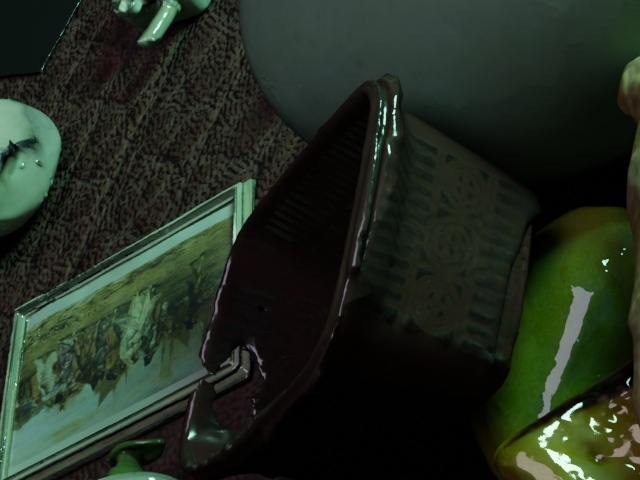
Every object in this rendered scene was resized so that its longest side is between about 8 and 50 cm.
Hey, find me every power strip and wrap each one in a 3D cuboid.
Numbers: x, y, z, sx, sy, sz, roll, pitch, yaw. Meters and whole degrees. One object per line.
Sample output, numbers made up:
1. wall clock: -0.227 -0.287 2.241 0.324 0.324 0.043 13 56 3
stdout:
1. power strip: -0.133 -0.287 1.841 0.093 0.053 0.288 -14 48 37

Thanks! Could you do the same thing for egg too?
1. egg: 0.117 -0.170 1.273 0.389 0.276 0.276 -9 51 42

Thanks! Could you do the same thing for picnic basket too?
1. picnic basket: 0.026 0.049 1.213 0.297 0.129 0.222 134 153 -59

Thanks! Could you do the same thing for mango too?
1. mango: 0.146 0.063 1.190 0.122 0.085 0.191 14 67 48

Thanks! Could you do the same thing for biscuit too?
1. biscuit: 0.210 0.133 1.072 0.174 0.039 0.183 -28 51 -18

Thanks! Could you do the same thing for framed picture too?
1. framed picture: -0.161 0.080 1.560 0.274 0.017 0.217 -29 40 25

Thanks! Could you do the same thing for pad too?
1. pad: -0.286 -0.292 2.050 0.202 0.005 0.300 0 58 46

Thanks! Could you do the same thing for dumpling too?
1. dumpling: -0.307 -0.057 1.790 0.150 0.092 0.176 -56 39 13

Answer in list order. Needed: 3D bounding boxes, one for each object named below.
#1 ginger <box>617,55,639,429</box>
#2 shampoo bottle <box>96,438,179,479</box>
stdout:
1. ginger: 0.244 -0.018 1.063 0.190 0.126 0.354 10 63 14
2. shampoo bottle: -0.137 0.238 1.327 0.118 0.087 0.234 -28 40 26
